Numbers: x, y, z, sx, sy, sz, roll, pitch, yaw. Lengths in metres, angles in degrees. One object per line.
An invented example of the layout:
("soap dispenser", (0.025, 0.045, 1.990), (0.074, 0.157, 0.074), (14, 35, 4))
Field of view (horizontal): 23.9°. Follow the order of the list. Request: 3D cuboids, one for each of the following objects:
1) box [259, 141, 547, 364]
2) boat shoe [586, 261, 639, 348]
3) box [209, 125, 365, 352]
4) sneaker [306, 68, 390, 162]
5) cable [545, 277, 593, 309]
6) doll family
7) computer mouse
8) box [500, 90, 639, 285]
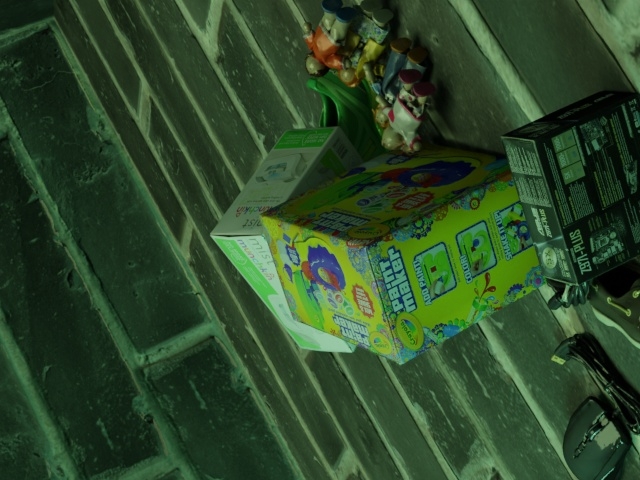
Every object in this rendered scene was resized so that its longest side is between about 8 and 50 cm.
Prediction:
("box", (0.120, 0.007, 2.080), (0.290, 0.279, 0.177), (17, 129, 58))
("boat shoe", (0.384, 0.074, 1.792), (0.228, 0.081, 0.069), (28, 143, 65))
("box", (0.000, 0.000, 2.285), (0.126, 0.231, 0.262), (1, 138, 46))
("sneaker", (0.049, -0.148, 2.371), (0.109, 0.123, 0.296), (29, 141, 62))
("cable", (0.301, -0.009, 1.874), (0.150, 0.047, 0.185), (108, 162, -77))
("doll family", (0.089, -0.241, 2.198), (0.263, 0.118, 0.163), (46, 144, 18))
("computer mouse", (0.361, 0.244, 2.104), (0.184, 0.060, 0.262), (57, 160, 23))
("box", (0.308, -0.061, 1.727), (0.077, 0.147, 0.180), (17, 130, 66))
